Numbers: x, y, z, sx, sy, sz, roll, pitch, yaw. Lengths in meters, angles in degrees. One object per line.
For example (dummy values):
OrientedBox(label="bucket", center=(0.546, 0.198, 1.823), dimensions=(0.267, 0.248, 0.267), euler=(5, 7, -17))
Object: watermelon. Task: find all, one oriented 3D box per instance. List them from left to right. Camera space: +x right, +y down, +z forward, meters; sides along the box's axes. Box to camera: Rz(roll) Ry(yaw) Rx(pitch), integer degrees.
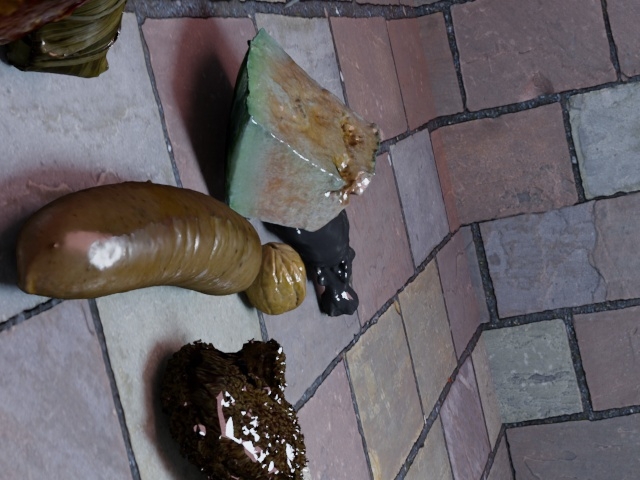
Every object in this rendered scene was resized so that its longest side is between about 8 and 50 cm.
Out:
OrientedBox(label="watermelon", center=(-0.057, -0.147, 1.685), dimensions=(0.302, 0.151, 0.264), euler=(38, 34, -28))

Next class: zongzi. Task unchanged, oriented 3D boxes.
OrientedBox(label="zongzi", center=(-0.254, -0.345, 1.108), dimensions=(0.288, 0.134, 0.286), euler=(137, -55, -62))

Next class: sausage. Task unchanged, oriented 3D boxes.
OrientedBox(label="sausage", center=(-0.196, -0.001, 1.287), dimensions=(0.501, 0.123, 0.136), euler=(6, 104, -71))

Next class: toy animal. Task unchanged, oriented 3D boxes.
OrientedBox(label="toy animal", center=(0.002, -0.011, 1.907), dimensions=(0.343, 0.106, 0.168), euler=(61, 25, -51))

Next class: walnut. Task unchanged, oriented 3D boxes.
OrientedBox(label="walnut", center=(-0.070, 0.060, 1.663), dimensions=(0.105, 0.105, 0.124), euler=(-75, 165, -52))

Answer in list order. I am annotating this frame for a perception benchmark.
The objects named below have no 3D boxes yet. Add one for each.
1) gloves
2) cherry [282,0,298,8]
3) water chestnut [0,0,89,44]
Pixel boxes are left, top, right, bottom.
OrientedBox(label="gloves", center=(-0.095, 0.247, 1.428), dimensions=(0.312, 0.135, 0.210), euler=(51, 38, -52))
OrientedBox(label="cherry", center=(-0.042, -0.601, 1.852), dimensions=(0.335, 0.291, 0.326), euler=(36, 54, -38))
OrientedBox(label="water chestnut", center=(-0.299, -0.303, 0.813), dimensions=(0.347, 0.335, 0.335), euler=(-92, 166, -71))
